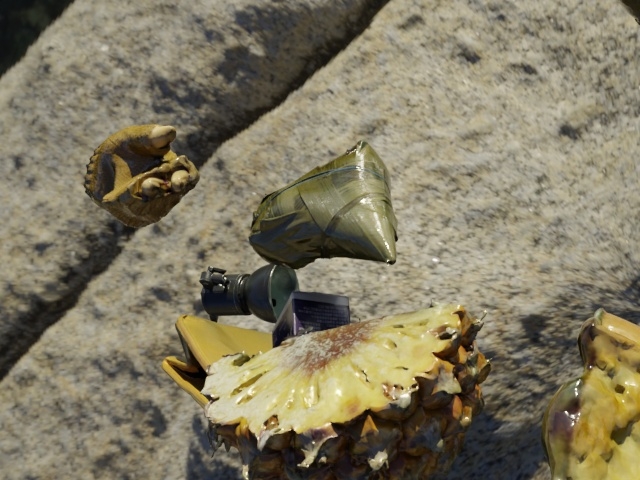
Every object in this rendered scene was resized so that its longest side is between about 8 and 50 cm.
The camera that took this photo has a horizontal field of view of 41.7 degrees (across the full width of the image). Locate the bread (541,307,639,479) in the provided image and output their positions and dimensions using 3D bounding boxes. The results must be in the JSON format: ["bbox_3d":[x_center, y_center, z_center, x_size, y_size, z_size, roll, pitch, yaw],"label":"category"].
[{"bbox_3d":[0.228,0.166,0.549,0.133,0.251,0.174,8,52,29],"label":"bread"}]

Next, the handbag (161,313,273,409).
[{"bbox_3d":[-0.083,0.280,1.581,0.283,0.401,0.133,31,99,52],"label":"handbag"}]

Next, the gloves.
[{"bbox_3d":[-0.347,-0.124,1.651,0.356,0.155,0.203,14,85,59],"label":"gloves"}]

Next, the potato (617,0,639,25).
[{"bbox_3d":[0.305,-0.300,0.706,0.160,0.178,0.235,19,108,53],"label":"potato"}]

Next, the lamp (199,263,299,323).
[{"bbox_3d":[-0.183,0.119,1.913,0.227,0.172,0.147,-4,60,25],"label":"lamp"}]

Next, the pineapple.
[{"bbox_3d":[0.053,0.254,0.929,0.344,0.209,0.286,-16,120,22],"label":"pineapple"}]

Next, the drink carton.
[{"bbox_3d":[-0.011,0.208,1.317,0.134,0.102,0.222,120,152,-50],"label":"drink carton"}]

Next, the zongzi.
[{"bbox_3d":[0.000,0.000,1.270,0.251,0.125,0.274,-30,35,19],"label":"zongzi"}]
